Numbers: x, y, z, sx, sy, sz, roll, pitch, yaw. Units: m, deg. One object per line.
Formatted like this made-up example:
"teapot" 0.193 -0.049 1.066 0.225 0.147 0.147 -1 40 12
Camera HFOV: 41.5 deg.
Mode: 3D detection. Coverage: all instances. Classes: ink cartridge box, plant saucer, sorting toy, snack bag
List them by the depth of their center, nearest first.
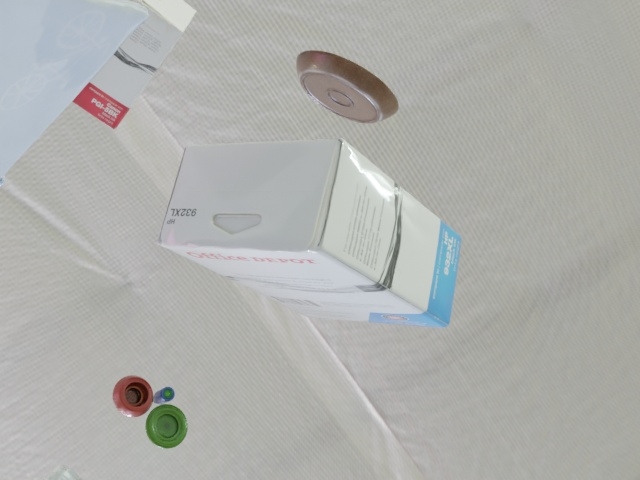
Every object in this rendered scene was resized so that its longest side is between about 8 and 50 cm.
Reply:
"snack bag" -0.322 -0.111 0.673 0.323 0.342 0.037 -41 -100 22
"ink cartridge box" -0.196 -0.198 0.899 0.056 0.099 0.135 35 -66 -16
"sorting toy" -0.201 0.199 0.992 0.102 0.042 0.061 48 -127 -6
"ink cartridge box" 0.000 0.000 1.002 0.307 0.223 0.128 32 -114 -52
"plant saucer" 0.034 -0.219 1.247 0.169 0.168 0.029 31 -102 -19

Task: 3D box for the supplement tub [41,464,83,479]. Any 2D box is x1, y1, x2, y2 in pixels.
"supplement tub" -0.359 0.535 1.317 0.338 0.207 0.207 44 -81 -2
